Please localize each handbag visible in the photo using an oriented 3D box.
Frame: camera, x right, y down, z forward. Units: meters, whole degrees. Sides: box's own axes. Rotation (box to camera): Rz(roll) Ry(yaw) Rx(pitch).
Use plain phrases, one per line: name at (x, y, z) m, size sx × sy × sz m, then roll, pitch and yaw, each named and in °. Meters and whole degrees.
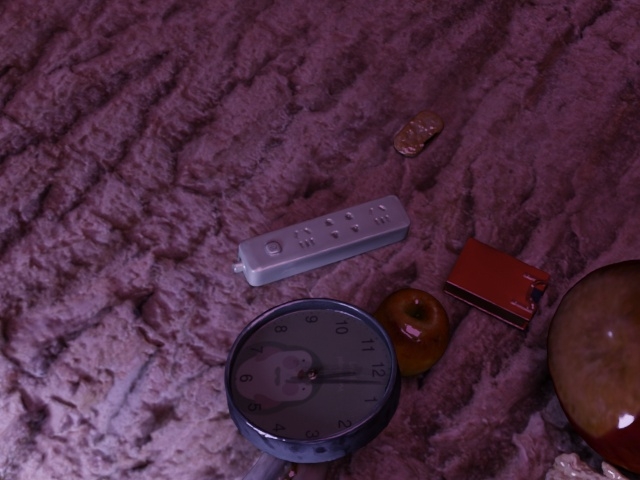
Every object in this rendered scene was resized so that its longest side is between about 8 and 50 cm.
handbag at (0.364, 0.089, 1.955) m, size 0.190 × 0.063 × 0.127 m, roll 25°, pitch 60°, yaw 11°

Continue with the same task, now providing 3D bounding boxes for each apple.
apple at (0.165, 0.181, 1.830) m, size 0.146 × 0.147 × 0.163 m, roll 3°, pitch 47°, yaw -10°

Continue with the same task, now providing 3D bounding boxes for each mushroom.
mushroom at (-0.071, 0.398, 1.683) m, size 0.177 × 0.126 × 0.397 m, roll 12°, pitch 55°, yaw 26°

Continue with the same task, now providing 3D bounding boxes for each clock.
clock at (-0.014, 0.239, 1.689) m, size 0.319 × 0.066 × 0.319 m, roll -3°, pitch 48°, yaw 3°

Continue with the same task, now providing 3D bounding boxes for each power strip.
power strip at (0.000, 0.000, 1.954) m, size 0.385 × 0.062 × 0.091 m, roll -17°, pitch 61°, yaw -17°

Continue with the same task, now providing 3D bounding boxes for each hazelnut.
hazelnut at (0.619, 0.230, 1.748) m, size 0.359 × 0.359 × 0.409 m, roll -8°, pitch 60°, yaw -12°

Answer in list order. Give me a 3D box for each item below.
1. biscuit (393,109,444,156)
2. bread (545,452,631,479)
biscuit at (0.223, -0.243, 2.147) m, size 0.071 × 0.018 × 0.147 m, roll 37°, pitch 64°, yaw 16°
bread at (0.480, 0.488, 1.653) m, size 0.184 × 0.211 × 0.224 m, roll -40°, pitch 77°, yaw -18°
